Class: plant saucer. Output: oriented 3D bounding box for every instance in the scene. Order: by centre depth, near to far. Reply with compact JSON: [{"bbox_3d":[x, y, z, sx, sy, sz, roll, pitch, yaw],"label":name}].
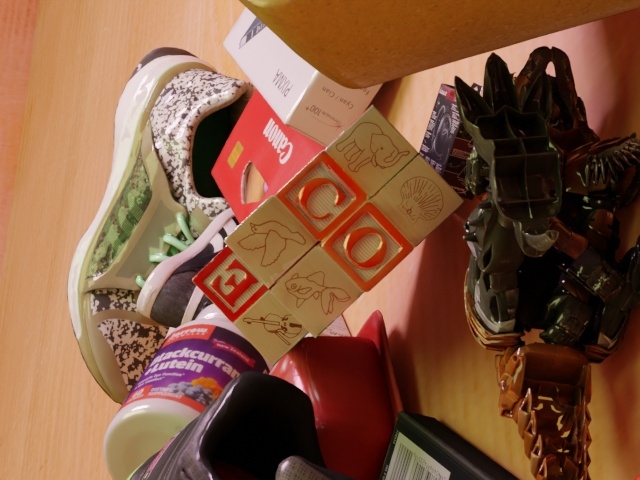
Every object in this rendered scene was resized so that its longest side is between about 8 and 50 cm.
[{"bbox_3d":[0.090,-0.188,1.035,0.333,0.333,0.081,-126,21,-66],"label":"plant saucer"}]

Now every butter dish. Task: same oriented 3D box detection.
[{"bbox_3d":[-0.013,0.146,1.286,0.160,0.118,0.160,-100,30,-51],"label":"butter dish"}]

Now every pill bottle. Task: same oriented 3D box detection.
[{"bbox_3d":[-0.100,0.133,1.378,0.108,0.108,0.193,-63,-1,32],"label":"pill bottle"}]

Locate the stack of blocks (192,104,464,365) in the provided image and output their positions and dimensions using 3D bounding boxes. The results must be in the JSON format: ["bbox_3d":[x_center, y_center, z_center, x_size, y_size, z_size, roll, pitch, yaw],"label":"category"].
[{"bbox_3d":[0.000,0.000,1.159,0.171,0.087,0.297,-44,1,0],"label":"stack of blocks"}]

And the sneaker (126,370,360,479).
[{"bbox_3d":[-0.026,0.254,1.041,0.202,0.185,0.483,-58,33,21],"label":"sneaker"}]

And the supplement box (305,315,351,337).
[{"bbox_3d":[-0.007,0.086,1.434,0.098,0.036,0.062,-113,42,-61],"label":"supplement box"}]

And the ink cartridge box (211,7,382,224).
[{"bbox_3d":[-0.038,-0.142,1.563,0.261,0.066,0.296,-58,22,10],"label":"ink cartridge box"}]

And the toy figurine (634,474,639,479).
[{"bbox_3d":[0.254,0.096,0.579,0.362,0.217,0.191,-37,-20,-31],"label":"toy figurine"}]

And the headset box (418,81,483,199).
[{"bbox_3d":[0.105,-0.080,1.247,0.062,0.032,0.083,-139,65,-68],"label":"headset box"}]

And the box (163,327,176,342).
[{"bbox_3d":[-0.117,0.142,1.647,0.126,0.072,0.137,-106,36,-55],"label":"box"}]

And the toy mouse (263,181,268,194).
[{"bbox_3d":[-0.026,-0.072,1.605,0.161,0.031,0.143,149,132,-64],"label":"toy mouse"}]

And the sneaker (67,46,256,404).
[{"bbox_3d":[-0.158,-0.011,1.797,0.182,0.158,0.410,9,90,53],"label":"sneaker"}]

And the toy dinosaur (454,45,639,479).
[{"bbox_3d":[0.149,0.011,0.961,0.218,0.164,0.322,106,149,-55],"label":"toy dinosaur"}]

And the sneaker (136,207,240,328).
[{"bbox_3d":[-0.080,0.047,1.613,0.217,0.121,0.079,-43,-19,-55],"label":"sneaker"}]

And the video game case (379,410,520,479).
[{"bbox_3d":[0.078,0.267,1.074,0.275,0.035,0.248,-151,77,-69],"label":"video game case"}]
